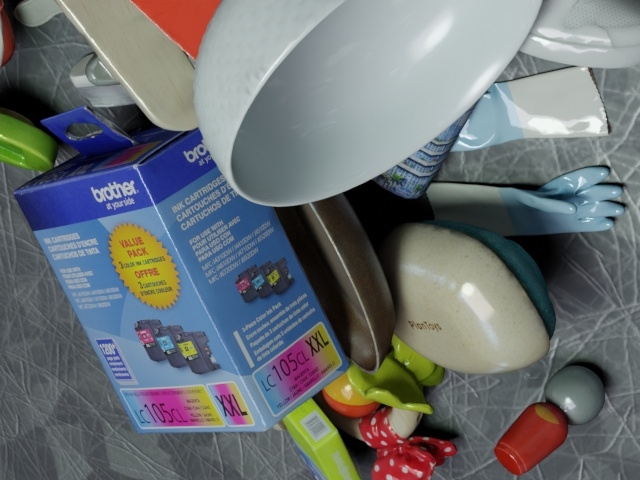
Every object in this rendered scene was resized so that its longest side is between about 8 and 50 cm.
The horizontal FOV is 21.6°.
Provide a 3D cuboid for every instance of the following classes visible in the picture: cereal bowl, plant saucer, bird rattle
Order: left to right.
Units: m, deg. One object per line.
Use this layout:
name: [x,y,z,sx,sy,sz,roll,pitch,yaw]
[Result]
plant saucer: [0.000,0.000,1.830,0.311,0.050,0.310,58,169,19]
cereal bowl: [0.025,-0.191,1.486,0.141,0.339,0.339,53,137,22]
bird rattle: [0.071,0.184,2.015,0.207,0.143,0.253,27,146,23]

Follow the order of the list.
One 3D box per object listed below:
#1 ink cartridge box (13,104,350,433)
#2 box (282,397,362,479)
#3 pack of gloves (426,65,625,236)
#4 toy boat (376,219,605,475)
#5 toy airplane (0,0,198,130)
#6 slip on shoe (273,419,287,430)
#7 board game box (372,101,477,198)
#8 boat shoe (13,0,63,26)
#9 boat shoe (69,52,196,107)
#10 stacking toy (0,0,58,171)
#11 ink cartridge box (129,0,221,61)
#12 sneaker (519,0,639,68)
ink cartridge box: [-0.175,0.016,1.909,0.270,0.151,0.395,-10,109,50]
box: [-0.001,0.252,2.063,0.109,0.042,0.178,48,169,36]
pack of gloves: [0.197,-0.077,1.771,0.232,0.046,0.195,-5,122,31]
toy boat: [0.192,0.100,1.841,0.318,0.148,0.267,57,158,-20]
toy airplane: [-0.249,-0.329,1.665,0.384,0.272,0.386,13,104,-7]
slip on shoe: [-0.068,0.185,2.104,0.041,0.051,0.135,-15,119,41]
board game box: [0.060,-0.162,1.756,0.194,0.060,0.194,36,132,11]
boat shoe: [-0.291,-0.276,1.886,0.125,0.038,0.046,-17,134,37]
boat shoe: [-0.201,-0.179,1.896,0.184,0.066,0.063,-6,131,30]
stacking toy: [-0.442,-0.201,1.969,0.309,0.130,0.279,11,166,31]
ink cartridge box: [-0.079,-0.392,1.476,0.308,0.091,0.385,43,88,-15]
sneaker: [0.195,-0.279,1.577,0.292,0.108,0.169,22,134,14]
